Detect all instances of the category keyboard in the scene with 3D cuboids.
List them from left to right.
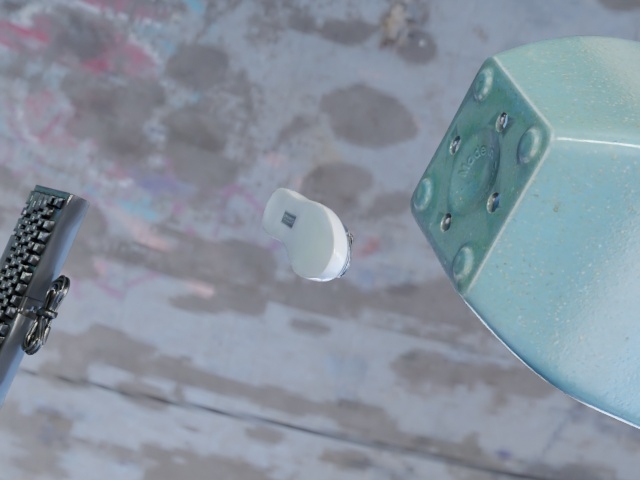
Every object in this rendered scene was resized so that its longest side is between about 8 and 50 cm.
[{"bbox_3d":[-0.228,0.046,1.141,0.023,0.180,0.108,27,172,-39],"label":"keyboard"}]

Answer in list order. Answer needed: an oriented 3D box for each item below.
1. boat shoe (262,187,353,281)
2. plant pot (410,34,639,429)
[{"bbox_3d":[0.000,0.000,1.722,0.076,0.080,0.228,22,-176,-23],"label":"boat shoe"},{"bbox_3d":[0.220,-0.021,1.181,0.252,0.247,0.248,17,115,-23],"label":"plant pot"}]
